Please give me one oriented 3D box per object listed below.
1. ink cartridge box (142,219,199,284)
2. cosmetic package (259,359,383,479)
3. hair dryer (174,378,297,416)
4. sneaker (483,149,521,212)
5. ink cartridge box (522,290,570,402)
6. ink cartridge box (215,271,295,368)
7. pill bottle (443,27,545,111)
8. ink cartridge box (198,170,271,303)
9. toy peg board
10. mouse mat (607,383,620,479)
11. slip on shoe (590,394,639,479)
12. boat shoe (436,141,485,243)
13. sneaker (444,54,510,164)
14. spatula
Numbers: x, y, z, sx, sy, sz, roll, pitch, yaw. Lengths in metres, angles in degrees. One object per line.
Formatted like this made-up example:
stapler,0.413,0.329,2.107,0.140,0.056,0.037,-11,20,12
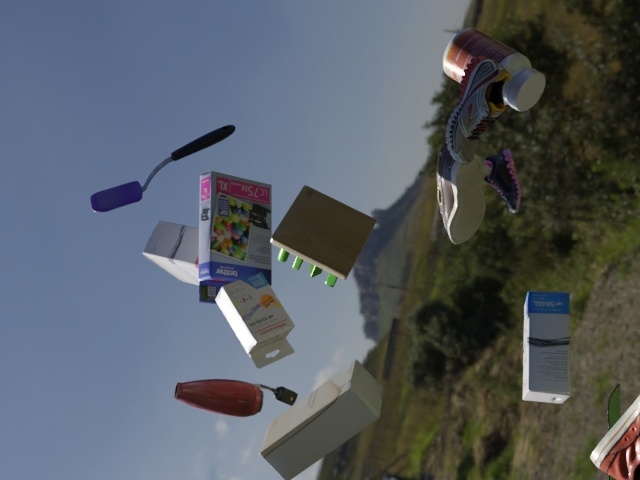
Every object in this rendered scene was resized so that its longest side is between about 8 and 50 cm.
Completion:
ink cartridge box,-0.328,0.053,2.401,0.207,0.283,0.117,43,-115,-49
cosmetic package,0.004,0.456,2.152,0.309,0.113,0.160,-40,10,17
hair dryer,-0.214,0.355,1.905,0.293,0.224,0.080,23,-113,-54
sneaker,0.312,-0.099,1.468,0.047,0.057,0.119,75,-174,-63
ink cartridge box,0.456,0.218,1.720,0.148,0.086,0.203,62,-148,-70
ink cartridge box,-0.129,0.167,1.796,0.104,0.181,0.061,-21,-22,-35
pill bottle,0.382,-0.372,1.870,0.121,0.216,0.121,-27,-41,-26
ink cartridge box,-0.203,0.001,2.047,0.186,0.065,0.311,11,-105,-41
toy peg board,0.000,0.000,1.660,0.160,0.161,0.079,-60,-4,-39
mouse mat,0.605,0.400,1.749,0.153,0.007,0.189,-7,-85,-63
slip on shoe,0.605,0.304,1.491,0.123,0.101,0.331,-9,-46,-49
boat shoe,0.357,-0.123,2.217,0.117,0.096,0.324,-29,-38,-14
sneaker,0.324,-0.259,1.748,0.088,0.093,0.225,-13,-55,-43
spatula,-0.283,-0.132,1.539,0.030,0.296,0.084,57,-178,-35
